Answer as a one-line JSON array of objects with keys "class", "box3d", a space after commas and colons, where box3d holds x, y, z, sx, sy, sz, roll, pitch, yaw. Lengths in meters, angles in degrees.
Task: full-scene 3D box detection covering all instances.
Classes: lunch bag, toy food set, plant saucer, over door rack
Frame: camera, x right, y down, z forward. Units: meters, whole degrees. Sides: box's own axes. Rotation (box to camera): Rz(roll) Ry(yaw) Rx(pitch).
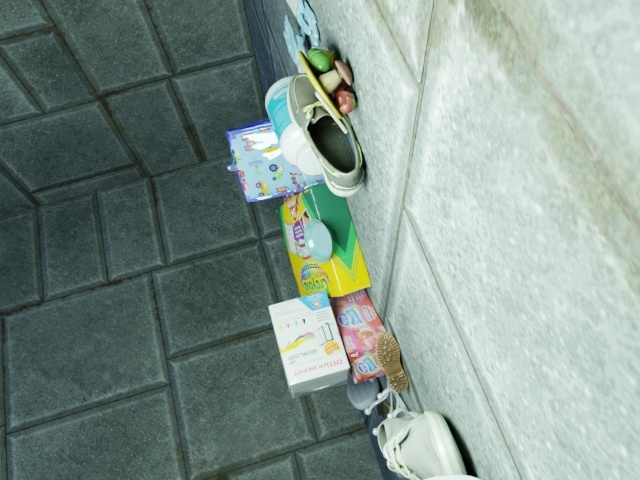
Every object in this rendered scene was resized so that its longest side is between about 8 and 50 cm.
[{"class": "lunch bag", "box3d": [-0.132, -0.247, 1.639, 0.138, 0.294, 0.220, -119, 14, -67]}, {"class": "toy food set", "box3d": [0.027, -0.307, 1.057, 0.128, 0.071, 0.217, 46, -163, -41]}, {"class": "plant saucer", "box3d": [0.000, 0.000, 1.484, 0.119, 0.021, 0.119, 23, 120, 48]}, {"class": "over door rack", "box3d": [0.211, 0.570, 1.577, 0.239, 0.108, 0.324, -121, 15, -74]}]

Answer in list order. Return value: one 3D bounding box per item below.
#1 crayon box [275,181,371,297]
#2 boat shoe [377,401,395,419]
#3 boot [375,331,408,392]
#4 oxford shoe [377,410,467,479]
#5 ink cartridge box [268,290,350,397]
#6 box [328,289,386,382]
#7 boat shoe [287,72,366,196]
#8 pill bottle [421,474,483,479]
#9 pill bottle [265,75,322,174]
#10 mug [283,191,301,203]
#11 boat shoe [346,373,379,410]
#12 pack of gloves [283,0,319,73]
[{"class": "crayon box", "box3d": [-0.005, 0.013, 1.670, 0.363, 0.106, 0.312, 159, 96, -69]}, {"class": "boat shoe", "box3d": [0.224, 0.557, 1.809, 0.153, 0.048, 0.056, 114, 152, -72]}, {"class": "boot", "box3d": [0.174, 0.300, 1.408, 0.084, 0.059, 0.157, -106, -1, -80]}, {"class": "oxford shoe", "box3d": [0.202, 0.443, 1.152, 0.449, 0.130, 0.169, 101, 154, -77]}, {"class": "ink cartridge box", "box3d": [-0.030, 0.293, 1.543, 0.168, 0.171, 0.232, 88, 166, -62]}, {"class": "box", "box3d": [0.111, 0.266, 1.590, 0.256, 0.123, 0.128, -114, 10, -58]}, {"class": "boat shoe", "box3d": [0.011, -0.243, 1.177, 0.091, 0.109, 0.304, 91, 156, -72]}, {"class": "pill bottle", "box3d": [0.225, 0.559, 0.818, 0.204, 0.204, 0.360, -169, 64, -84]}, {"class": "pill bottle", "box3d": [-0.044, -0.285, 1.391, 0.146, 0.146, 0.264, 80, 172, -51]}, {"class": "mug", "box3d": [-0.064, -0.097, 1.987, 0.113, 0.150, 0.169, 24, -136, -42]}, {"class": "boat shoe", "box3d": [0.169, 0.544, 2.042, 0.335, 0.121, 0.119, -81, -31, -76]}, {"class": "pack of gloves", "box3d": [-0.035, -0.499, 1.319, 0.195, 0.046, 0.232, 103, 149, -57]}]
